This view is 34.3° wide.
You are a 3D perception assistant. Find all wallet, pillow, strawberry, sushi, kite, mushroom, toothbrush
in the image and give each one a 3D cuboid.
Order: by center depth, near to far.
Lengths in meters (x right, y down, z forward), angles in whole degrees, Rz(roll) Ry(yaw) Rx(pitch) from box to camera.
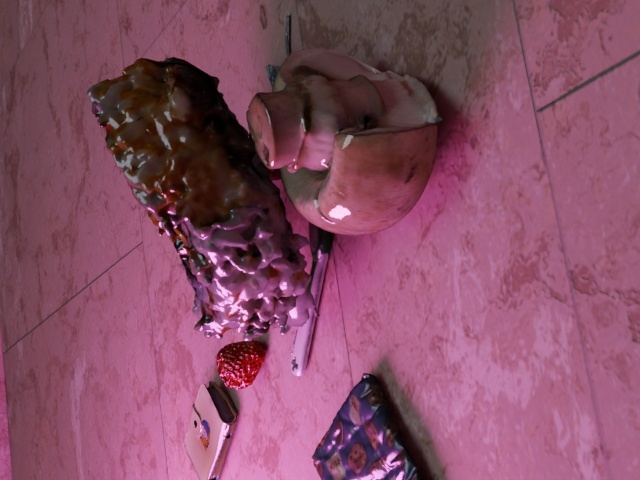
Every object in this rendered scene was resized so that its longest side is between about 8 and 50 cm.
[{"bbox_3d":[0.016,-0.099,1.202,0.254,0.195,0.189,-135,41,-53],"label":"mushroom"},{"bbox_3d":[0.071,0.310,1.276,0.256,0.034,0.189,63,142,38],"label":"pillow"},{"bbox_3d":[-0.151,-0.047,1.370,0.418,0.175,0.417,63,173,13],"label":"sushi"},{"bbox_3d":[-0.005,0.000,1.394,0.042,0.040,0.418,44,128,54],"label":"toothbrush"},{"bbox_3d":[-0.046,-0.249,1.495,0.137,0.005,0.153,22,109,56],"label":"kite"},{"bbox_3d":[-0.120,0.183,1.582,0.083,0.073,0.073,-47,50,34],"label":"strawberry"},{"bbox_3d":[-0.182,0.320,1.720,0.110,0.039,0.155,53,135,42],"label":"wallet"}]

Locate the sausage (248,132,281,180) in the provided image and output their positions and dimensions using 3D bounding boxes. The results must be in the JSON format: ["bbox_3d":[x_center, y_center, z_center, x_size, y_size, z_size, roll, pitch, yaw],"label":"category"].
[{"bbox_3d":[-0.073,-0.131,1.498,0.059,0.054,0.094,-43,54,53],"label":"sausage"}]
